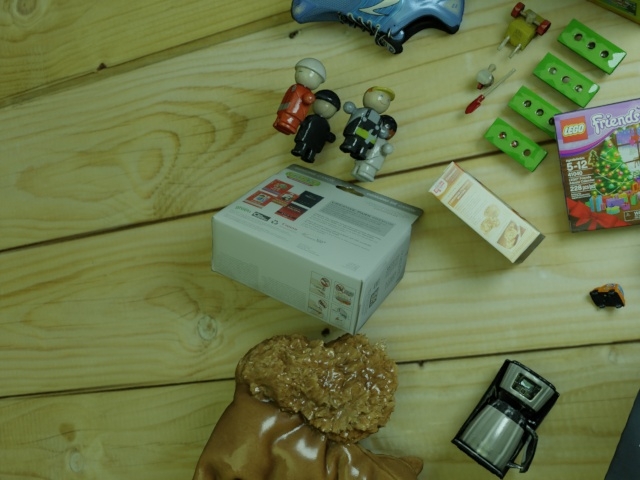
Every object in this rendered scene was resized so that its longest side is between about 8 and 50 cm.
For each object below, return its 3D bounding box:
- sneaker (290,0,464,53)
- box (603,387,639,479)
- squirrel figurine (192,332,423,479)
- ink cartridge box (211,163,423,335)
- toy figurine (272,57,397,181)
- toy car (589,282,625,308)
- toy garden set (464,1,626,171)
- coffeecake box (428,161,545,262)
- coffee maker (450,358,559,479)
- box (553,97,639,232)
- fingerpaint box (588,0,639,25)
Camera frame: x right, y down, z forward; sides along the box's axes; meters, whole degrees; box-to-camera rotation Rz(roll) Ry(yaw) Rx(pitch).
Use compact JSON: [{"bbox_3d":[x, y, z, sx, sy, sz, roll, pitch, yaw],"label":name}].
[{"bbox_3d":[0.105,-0.422,1.268,0.330,0.130,0.147,0,95,13],"label":"sneaker"},{"bbox_3d":[0.674,0.261,0.753,0.472,0.480,0.297,26,101,50],"label":"box"},{"bbox_3d":[0.012,0.363,1.233,0.370,0.281,0.397,18,98,16],"label":"squirrel figurine"},{"bbox_3d":[0.000,0.000,1.289,0.309,0.272,0.130,23,128,22],"label":"ink cartridge box"},{"bbox_3d":[0.037,-0.220,1.264,0.209,0.213,0.148,21,81,19],"label":"toy figurine"},{"bbox_3d":[0.514,0.118,1.156,0.122,0.060,0.040,47,62,0],"label":"toy car"},{"bbox_3d":[0.371,-0.277,1.210,0.204,0.049,0.244,41,105,17],"label":"toy garden set"},{"bbox_3d":[0.290,-0.045,1.185,0.185,0.142,0.068,43,104,18],"label":"coffeecake box"},{"bbox_3d":[0.310,0.300,1.179,0.120,0.171,0.178,38,82,-3],"label":"coffee maker"},{"bbox_3d":[0.540,-0.132,1.102,0.293,0.057,0.201,-9,100,22],"label":"box"},{"bbox_3d":[0.357,-0.537,1.046,0.445,0.371,0.163,35,102,20],"label":"fingerpaint box"}]
